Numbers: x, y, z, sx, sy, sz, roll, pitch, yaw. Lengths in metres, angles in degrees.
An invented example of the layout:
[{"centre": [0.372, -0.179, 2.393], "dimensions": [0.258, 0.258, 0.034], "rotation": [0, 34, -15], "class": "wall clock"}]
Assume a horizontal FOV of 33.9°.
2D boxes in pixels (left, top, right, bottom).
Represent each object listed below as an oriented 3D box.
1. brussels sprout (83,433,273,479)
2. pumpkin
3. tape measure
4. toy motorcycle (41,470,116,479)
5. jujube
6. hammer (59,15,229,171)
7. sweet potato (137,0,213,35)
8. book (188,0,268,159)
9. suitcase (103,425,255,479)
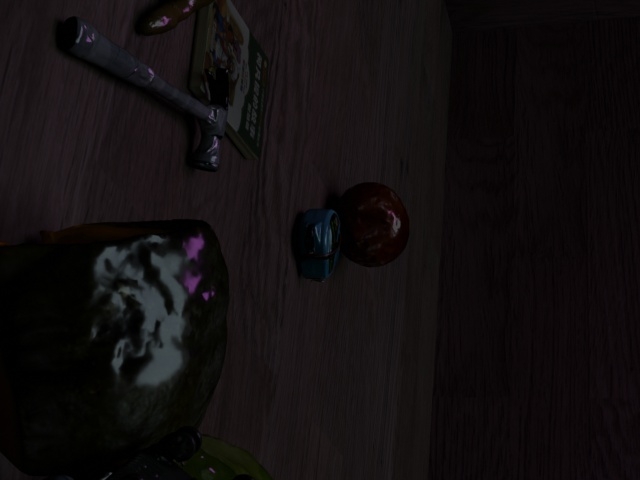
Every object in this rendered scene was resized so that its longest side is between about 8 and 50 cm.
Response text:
[{"centre": [-0.174, 0.332, 1.254], "dimensions": [0.271, 0.219, 0.210], "rotation": [55, 12, -12], "class": "brussels sprout"}, {"centre": [-0.219, 0.084, 1.053], "dimensions": [0.303, 0.256, 0.226], "rotation": [-18, 109, -57], "class": "pumpkin"}, {"centre": [0.000, 0.000, 2.107], "dimensions": [0.146, 0.081, 0.125], "rotation": [-58, 145, -63], "class": "tape measure"}, {"centre": [-0.275, 0.351, 1.072], "dimensions": [0.159, 0.106, 0.270], "rotation": [40, 65, -50], "class": "toy motorcycle"}, {"centre": [0.116, -0.039, 2.356], "dimensions": [0.255, 0.190, 0.190], "rotation": [-46, 132, -77], "class": "jujube"}, {"centre": [-0.224, -0.203, 1.418], "dimensions": [0.427, 0.044, 0.152], "rotation": [19, 81, -69], "class": "hammer"}, {"centre": [-0.192, -0.362, 1.522], "dimensions": [0.269, 0.074, 0.075], "rotation": [-57, 144, -38], "class": "sweet potato"}, {"centre": [-0.146, -0.278, 1.737], "dimensions": [0.264, 0.027, 0.202], "rotation": [52, 39, -63], "class": "book"}, {"centre": [-0.195, 0.317, 0.888], "dimensions": [0.312, 0.128, 0.202], "rotation": [-50, 175, 11], "class": "suitcase"}]
